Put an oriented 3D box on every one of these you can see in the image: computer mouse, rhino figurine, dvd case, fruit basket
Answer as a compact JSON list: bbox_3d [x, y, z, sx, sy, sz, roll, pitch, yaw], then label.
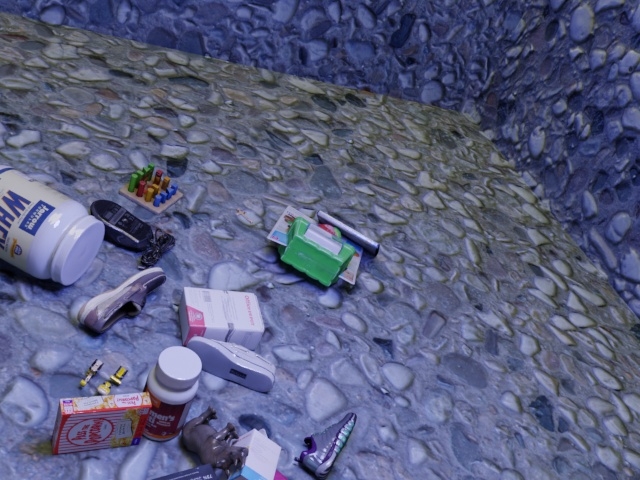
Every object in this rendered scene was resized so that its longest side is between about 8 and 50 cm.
[{"bbox_3d":[-0.601,-0.020,2.142,0.272,0.072,0.188,36,31,-5],"label":"computer mouse"},{"bbox_3d":[-0.242,0.474,1.610,0.106,0.073,0.243,-39,34,-23],"label":"rhino figurine"},{"bbox_3d":[0.102,-0.025,2.532,0.253,0.022,0.180,30,-7,7],"label":"dvd case"},{"bbox_3d":[0.000,0.000,2.399,0.327,0.165,0.353,30,27,-2],"label":"fruit basket"}]

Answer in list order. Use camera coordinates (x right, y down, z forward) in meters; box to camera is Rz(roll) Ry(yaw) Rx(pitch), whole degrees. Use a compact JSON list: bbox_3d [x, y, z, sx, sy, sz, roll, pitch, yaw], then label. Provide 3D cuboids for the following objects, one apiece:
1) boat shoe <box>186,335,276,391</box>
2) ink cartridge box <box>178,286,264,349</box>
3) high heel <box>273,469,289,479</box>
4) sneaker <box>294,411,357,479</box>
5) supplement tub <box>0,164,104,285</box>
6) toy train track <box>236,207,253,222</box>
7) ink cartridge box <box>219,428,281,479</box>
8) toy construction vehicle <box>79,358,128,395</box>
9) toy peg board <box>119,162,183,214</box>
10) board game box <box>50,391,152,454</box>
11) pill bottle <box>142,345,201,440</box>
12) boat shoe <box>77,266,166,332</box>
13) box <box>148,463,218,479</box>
[{"bbox_3d":[-0.241,0.325,1.887,0.258,0.095,0.084,31,29,-9],"label":"boat shoe"},{"bbox_3d":[-0.286,0.223,1.982,0.217,0.092,0.159,6,38,-23],"label":"ink cartridge box"},{"bbox_3d":[-0.055,0.598,1.594,0.082,0.117,0.244,-6,44,-37],"label":"high heel"},{"bbox_3d":[0.018,0.509,1.798,0.098,0.083,0.224,27,34,12],"label":"sneaker"},{"bbox_3d":[-0.786,-0.038,1.890,0.324,0.235,0.235,27,34,4],"label":"supplement tub"},{"bbox_3d":[-0.272,-0.092,2.490,0.083,0.014,0.048,42,37,22],"label":"toy train track"},{"bbox_3d":[-0.161,0.520,1.620,0.090,0.092,0.143,41,37,-19],"label":"ink cartridge box"},{"bbox_3d":[-0.539,0.342,1.719,0.086,0.035,0.098,34,36,-7],"label":"toy construction vehicle"},{"bbox_3d":[-0.571,-0.185,2.368,0.160,0.079,0.161,29,34,6],"label":"toy peg board"},{"bbox_3d":[-0.491,0.408,1.551,0.193,0.147,0.045,2,40,-30],"label":"board game box"},{"bbox_3d":[-0.357,0.360,1.633,0.121,0.221,0.121,17,35,-12],"label":"pill bottle"},{"bbox_3d":[-0.527,0.168,1.903,0.092,0.103,0.285,42,41,15],"label":"boat shoe"},{"bbox_3d":[-0.273,0.601,1.461,0.153,0.108,0.207,-3,43,-36],"label":"box"}]
